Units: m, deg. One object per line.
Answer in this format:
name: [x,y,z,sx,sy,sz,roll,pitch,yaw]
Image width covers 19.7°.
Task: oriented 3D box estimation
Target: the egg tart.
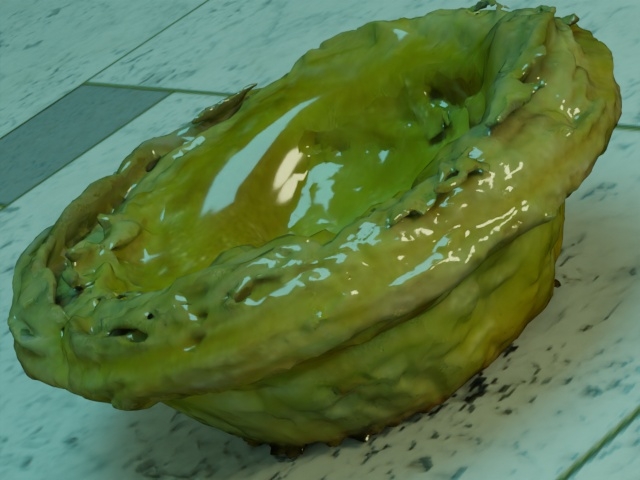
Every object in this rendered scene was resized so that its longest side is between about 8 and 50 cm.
egg tart: [0.000,0.000,0.793,0.288,0.118,0.288,-23,25,11]
